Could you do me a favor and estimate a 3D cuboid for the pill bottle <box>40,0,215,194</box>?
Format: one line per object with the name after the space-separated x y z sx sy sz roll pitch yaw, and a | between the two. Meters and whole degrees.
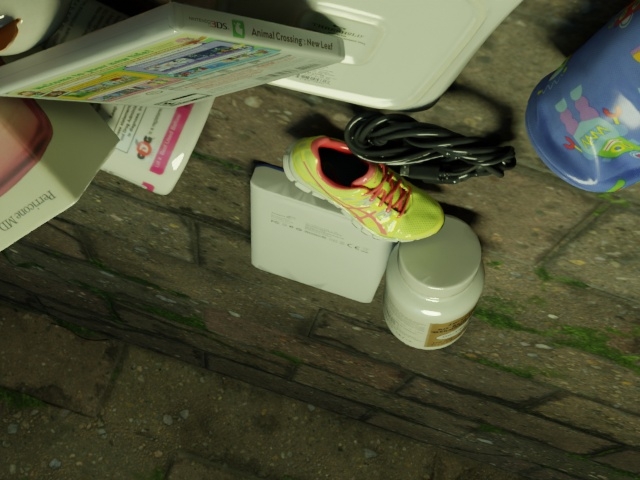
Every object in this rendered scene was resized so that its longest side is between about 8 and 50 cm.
-0.256 -0.173 0.868 0.283 0.160 0.160 24 158 -13 | pill bottle

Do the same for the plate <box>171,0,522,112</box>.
0.014 -0.186 0.702 0.277 0.045 0.278 10 162 -12 | plate

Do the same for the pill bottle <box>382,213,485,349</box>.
0.152 0.056 1.133 0.131 0.131 0.229 15 159 9 | pill bottle

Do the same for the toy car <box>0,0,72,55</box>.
-0.252 -0.223 0.635 0.210 0.238 0.219 9 157 23 | toy car

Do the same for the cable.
0.114 -0.099 0.868 0.151 0.047 0.184 23 171 -42 | cable

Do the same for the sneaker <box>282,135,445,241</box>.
0.058 -0.060 0.981 0.209 0.081 0.094 24 165 -12 | sneaker

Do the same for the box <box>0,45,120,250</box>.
-0.320 -0.114 0.738 0.149 0.127 0.232 -29 114 22 | box

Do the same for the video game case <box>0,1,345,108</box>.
-0.120 -0.140 0.672 0.212 0.023 0.193 -6 180 37 | video game case

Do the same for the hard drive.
0.000 0.000 1.245 0.210 0.040 0.318 18 159 3 | hard drive

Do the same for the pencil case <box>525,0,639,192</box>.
0.272 -0.129 0.590 0.133 0.119 0.306 44 157 -2 | pencil case
